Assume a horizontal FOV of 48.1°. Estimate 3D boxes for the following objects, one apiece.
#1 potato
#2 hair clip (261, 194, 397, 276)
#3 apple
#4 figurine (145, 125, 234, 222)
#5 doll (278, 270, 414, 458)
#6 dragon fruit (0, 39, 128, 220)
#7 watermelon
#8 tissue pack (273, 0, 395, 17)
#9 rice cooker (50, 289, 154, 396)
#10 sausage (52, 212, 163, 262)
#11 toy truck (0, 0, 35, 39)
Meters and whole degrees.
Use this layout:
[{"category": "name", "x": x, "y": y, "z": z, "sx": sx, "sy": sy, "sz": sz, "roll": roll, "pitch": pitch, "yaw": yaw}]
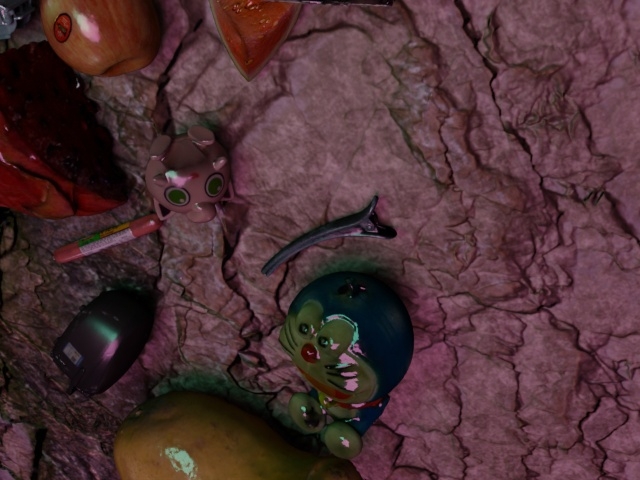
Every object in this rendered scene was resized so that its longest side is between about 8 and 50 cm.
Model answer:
[{"category": "potato", "x": -0.156, "y": 0.383, "z": 1.173, "sx": 0.397, "sy": 0.290, "sz": 0.296, "roll": -14, "pitch": 114, "yaw": 38}, {"category": "hair clip", "x": 0.000, "y": 0.000, "z": 1.098, "sx": 0.229, "sy": 0.039, "sz": 0.070, "roll": -20, "pitch": 112, "yaw": 24}, {"category": "apple", "x": -0.280, "y": -0.280, "z": 0.928, "sx": 0.146, "sy": 0.146, "sz": 0.131, "roll": -29, "pitch": 88, "yaw": 22}, {"category": "figurine", "x": -0.187, "y": -0.092, "z": 1.026, "sx": 0.125, "sy": 0.125, "sz": 0.138, "roll": 4, "pitch": 134, "yaw": 8}, {"category": "doll", "x": 0.039, "y": 0.173, "z": 1.099, "sx": 0.198, "sy": 0.186, "sz": 0.322, "roll": 34, "pitch": 142, "yaw": 25}, {"category": "dragon fruit", "x": -0.487, "y": -0.096, "z": 1.016, "sx": 0.329, "sy": 0.228, "sz": 0.286, "roll": -14, "pitch": 116, "yaw": 14}, {"category": "watermelon", "x": -0.088, "y": -0.267, "z": 0.933, "sx": 0.125, "sy": 0.094, "sz": 0.135, "roll": 4, "pitch": 123, "yaw": -2}, {"category": "tissue pack", "x": 0.000, "y": -0.444, "z": 0.764, "sx": 0.210, "sy": 0.198, "sz": 0.370, "roll": 4, "pitch": 119, "yaw": 3}, {"category": "rice cooker", "x": -0.360, "y": 0.170, "z": 1.185, "sx": 0.118, "sy": 0.142, "sz": 0.203, "roll": 42, "pitch": 117, "yaw": 1}, {"category": "sausage", "x": -0.342, "y": -0.003, "z": 1.151, "sx": 0.223, "sy": 0.029, "sz": 0.029, "roll": -18, "pitch": 113, "yaw": 18}, {"category": "toy truck", "x": -0.567, "y": -0.340, "z": 0.955, "sx": 0.338, "sy": 0.133, "sz": 0.184, "roll": -8, "pitch": 125, "yaw": 11}]
